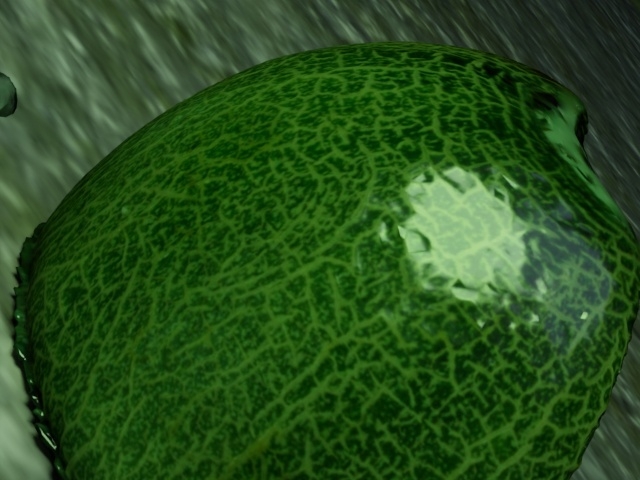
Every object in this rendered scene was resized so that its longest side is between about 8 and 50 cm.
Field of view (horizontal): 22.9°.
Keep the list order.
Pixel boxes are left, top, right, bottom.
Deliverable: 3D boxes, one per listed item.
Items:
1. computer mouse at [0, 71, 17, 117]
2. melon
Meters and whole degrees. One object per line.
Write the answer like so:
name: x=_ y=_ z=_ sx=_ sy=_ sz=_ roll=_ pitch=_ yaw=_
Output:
computer mouse: x=-0.194 y=-0.059 z=0.352 sx=0.379 sy=0.090 sz=0.167 roll=19 pitch=42 yaw=-64
melon: x=0.000 y=0.000 z=0.521 sx=0.129 sy=0.169 sz=0.265 roll=37 pitch=23 yaw=-27
